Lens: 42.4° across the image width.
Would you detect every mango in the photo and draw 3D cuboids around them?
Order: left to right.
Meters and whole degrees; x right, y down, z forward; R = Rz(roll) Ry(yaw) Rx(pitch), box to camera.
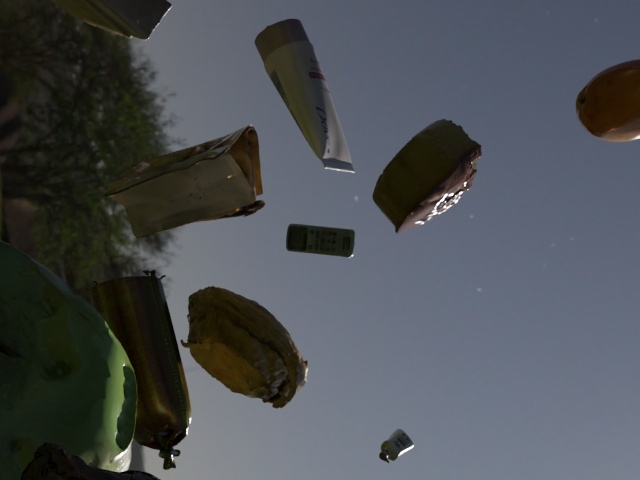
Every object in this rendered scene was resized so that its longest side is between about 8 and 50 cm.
[{"bbox_3d":[0.555,-0.248,1.426,0.112,0.219,0.145,-91,157,-44],"label":"mango"}]

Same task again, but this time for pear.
[{"bbox_3d":[-0.382,0.219,1.023,0.238,0.318,0.342,-40,-152,30],"label":"pear"}]

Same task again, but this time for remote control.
[{"bbox_3d":[0.000,0.000,1.475,0.018,0.124,0.053,-19,115,-80],"label":"remote control"}]

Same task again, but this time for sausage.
[{"bbox_3d":[-0.273,0.208,1.321,0.117,0.125,0.317,36,35,-76],"label":"sausage"}]

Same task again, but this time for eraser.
[{"bbox_3d":[-0.358,-0.396,1.269,0.078,0.144,0.343,-55,-141,-3],"label":"eraser"}]

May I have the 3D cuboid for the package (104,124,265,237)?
[{"bbox_3d":[-0.284,-0.116,1.830,0.221,0.311,0.165,-69,140,-64],"label":"package"}]

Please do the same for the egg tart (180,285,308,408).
[{"bbox_3d":[-0.155,0.199,1.472,0.291,0.107,0.291,29,-34,21],"label":"egg tart"}]

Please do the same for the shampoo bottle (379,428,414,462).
[{"bbox_3d":[0.146,0.413,1.648,0.034,0.141,0.049,-43,-105,17],"label":"shampoo bottle"}]

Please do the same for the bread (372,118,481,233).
[{"bbox_3d":[0.122,-0.067,0.996,0.086,0.125,0.156,48,-16,10],"label":"bread"}]

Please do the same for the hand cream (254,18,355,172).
[{"bbox_3d":[-0.019,-0.217,1.274,0.248,0.083,0.133,65,22,6],"label":"hand cream"}]

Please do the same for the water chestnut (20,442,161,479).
[{"bbox_3d":[-0.242,0.319,0.816,0.238,0.224,0.224,67,-19,-10],"label":"water chestnut"}]
